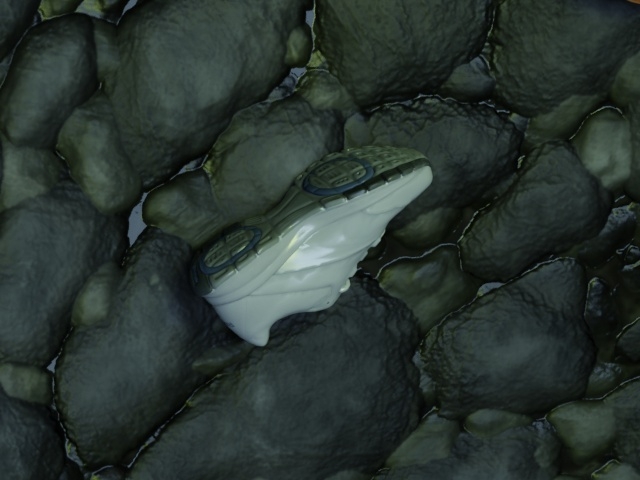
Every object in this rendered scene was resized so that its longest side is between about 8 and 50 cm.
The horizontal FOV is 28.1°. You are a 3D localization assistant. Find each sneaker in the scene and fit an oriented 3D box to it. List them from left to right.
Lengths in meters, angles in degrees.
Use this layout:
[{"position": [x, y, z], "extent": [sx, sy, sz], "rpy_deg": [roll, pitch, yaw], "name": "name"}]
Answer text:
[{"position": [0.000, 0.000, 1.420], "extent": [0.297, 0.111, 0.129], "rpy_deg": [-33, 121, -4], "name": "sneaker"}]

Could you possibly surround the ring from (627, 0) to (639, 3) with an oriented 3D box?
[{"position": [0.391, -0.433, 1.435], "extent": [0.337, 0.032, 0.336], "rpy_deg": [-6, 104, -27], "name": "ring"}]
